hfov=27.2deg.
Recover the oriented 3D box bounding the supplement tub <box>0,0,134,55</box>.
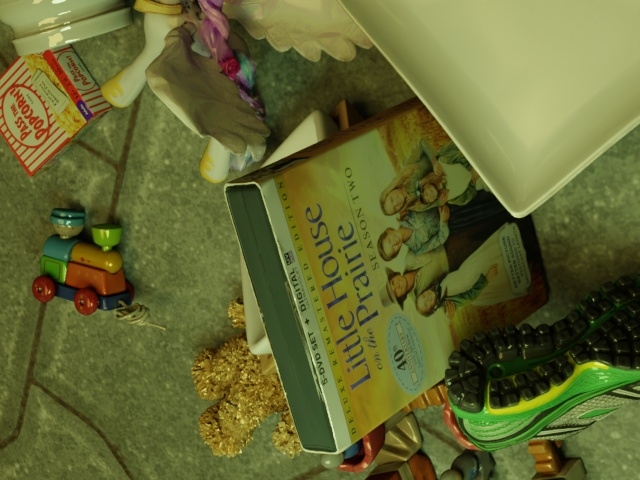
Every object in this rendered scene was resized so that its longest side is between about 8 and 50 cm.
[{"bbox_3d":[-0.372,-0.403,1.787,0.191,0.191,0.272,-6,106,37],"label":"supplement tub"}]

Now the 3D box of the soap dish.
[{"bbox_3d":[0.000,0.000,1.673,0.229,0.118,0.291,-44,39,38],"label":"soap dish"}]

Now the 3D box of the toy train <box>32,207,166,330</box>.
[{"bbox_3d":[-0.323,0.039,2.017,0.248,0.105,0.143,13,104,30],"label":"toy train"}]

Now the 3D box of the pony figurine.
[{"bbox_3d":[-0.136,-0.235,1.649,0.351,0.303,0.363,39,151,14],"label":"pony figurine"}]

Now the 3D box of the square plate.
[{"bbox_3d":[0.243,-0.261,1.450,0.344,0.049,0.347,-40,85,18],"label":"square plate"}]

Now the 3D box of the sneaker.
[{"bbox_3d":[0.311,0.145,1.528,0.146,0.343,0.134,78,177,-50],"label":"sneaker"}]

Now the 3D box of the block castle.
[{"bbox_3d":[0.200,0.393,1.726,0.303,0.213,0.453,-16,101,39],"label":"block castle"}]

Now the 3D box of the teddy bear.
[{"bbox_3d":[-0.077,0.182,1.859,0.338,0.113,0.245,-13,65,47],"label":"teddy bear"}]

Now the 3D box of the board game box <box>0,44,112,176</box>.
[{"bbox_3d":[-0.417,-0.206,2.000,0.193,0.045,0.147,-36,88,40],"label":"board game box"}]

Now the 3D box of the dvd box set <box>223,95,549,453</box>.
[{"bbox_3d":[0.093,0.010,1.495,0.062,0.420,0.308,-4,107,44],"label":"dvd box set"}]
